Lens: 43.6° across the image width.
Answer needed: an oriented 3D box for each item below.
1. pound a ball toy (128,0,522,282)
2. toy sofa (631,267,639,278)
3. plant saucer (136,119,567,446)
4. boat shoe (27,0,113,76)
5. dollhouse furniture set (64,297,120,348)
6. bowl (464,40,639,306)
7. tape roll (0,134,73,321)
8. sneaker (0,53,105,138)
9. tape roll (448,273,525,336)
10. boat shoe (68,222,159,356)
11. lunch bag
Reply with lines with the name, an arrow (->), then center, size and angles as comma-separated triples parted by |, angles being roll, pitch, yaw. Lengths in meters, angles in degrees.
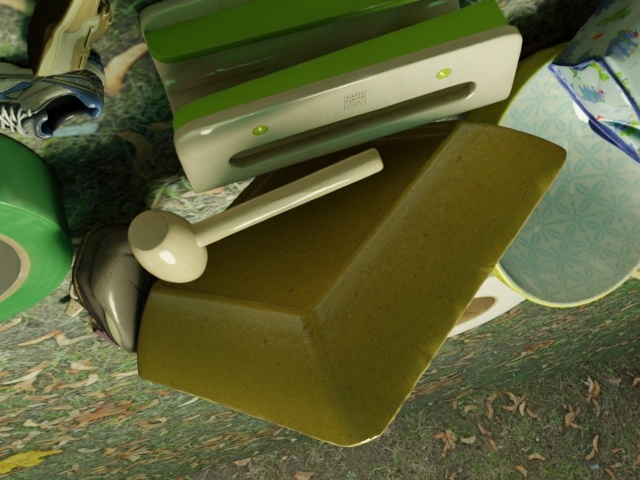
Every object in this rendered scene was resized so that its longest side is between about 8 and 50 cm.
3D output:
pound a ball toy -> -0.003, -0.097, 0.639 | 0.319, 0.208, 0.136 | -18, 158, -4
toy sofa -> 0.531, -0.108, 1.175 | 0.150, 0.177, 0.362 | 18, 145, -18
plant saucer -> 0.000, 0.000, 0.722 | 0.333, 0.081, 0.333 | 4, -134, 49
boat shoe -> -0.172, -0.163, 0.566 | 0.045, 0.050, 0.135 | -8, 165, -35
dollhouse furniture set -> -0.294, 0.090, 1.105 | 0.081, 0.091, 0.114 | -56, -169, -14
bowl -> 0.247, -0.085, 0.901 | 0.289, 0.289, 0.156 | -7, -162, -27
tape roll -> -0.399, 0.009, 0.739 | 0.321, 0.077, 0.321 | -17, 159, -7
sneaker -> -0.234, -0.107, 0.626 | 0.135, 0.058, 0.052 | -15, 158, -8
tape roll -> 0.157, 0.031, 1.122 | 0.246, 0.169, 0.246 | -16, 157, -7
boat shoe -> -0.216, 0.056, 0.885 | 0.130, 0.132, 0.355 | 17, 166, 6
lunch bag -> 0.316, -0.162, 0.769 | 0.129, 0.151, 0.096 | -50, -160, -6
